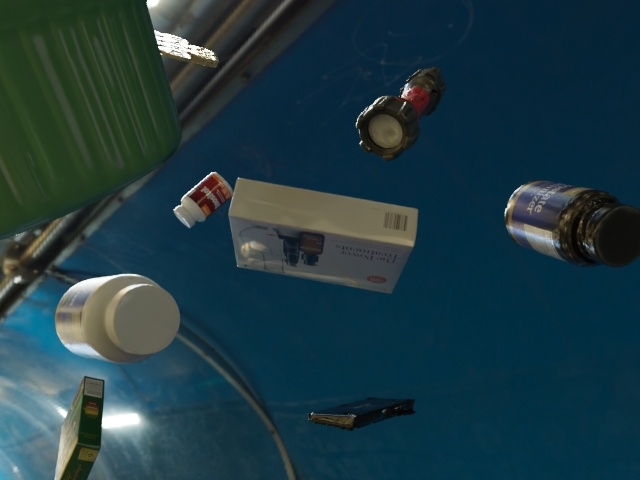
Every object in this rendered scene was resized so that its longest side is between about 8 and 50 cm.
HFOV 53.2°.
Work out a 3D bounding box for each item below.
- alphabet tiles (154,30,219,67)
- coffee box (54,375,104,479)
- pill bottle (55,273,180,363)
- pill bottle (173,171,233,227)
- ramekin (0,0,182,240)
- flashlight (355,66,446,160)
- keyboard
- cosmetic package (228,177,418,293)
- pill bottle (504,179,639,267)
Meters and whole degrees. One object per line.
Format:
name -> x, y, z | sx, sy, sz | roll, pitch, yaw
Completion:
alphabet tiles -> -0.347, -0.398, 1.278 | 0.278, 0.284, 0.021 | -118, -138, -62
coffee box -> -0.390, 0.316, 1.036 | 0.113, 0.040, 0.184 | -62, -155, 14
pill bottle -> -0.351, 0.135, 1.111 | 0.272, 0.152, 0.152 | -10, -110, 53
pill bottle -> -0.314, -0.106, 1.712 | 0.152, 0.086, 0.086 | -44, -151, -17
ramekin -> -0.258, -0.099, 0.497 | 0.303, 0.303, 0.148 | 19, -49, 57
flashlight -> 0.160, -0.244, 1.159 | 0.103, 0.304, 0.103 | -5, -64, 30
keyboard -> 0.073, 0.242, 0.897 | 0.108, 0.180, 0.023 | -7, -98, 32
cosmetic package -> 0.000, 0.000, 1.402 | 0.284, 0.378, 0.097 | 96, 4, -68
pill bottle -> 0.405, -0.026, 1.025 | 0.219, 0.123, 0.122 | -148, -105, -70
